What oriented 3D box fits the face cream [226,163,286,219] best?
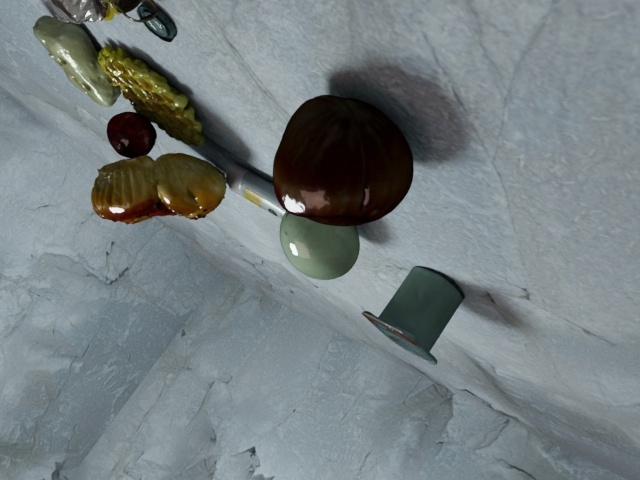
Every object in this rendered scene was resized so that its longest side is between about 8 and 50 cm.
[{"bbox_3d":[-0.139,-0.120,1.453,0.269,0.073,0.107,30,156,19],"label":"face cream"}]

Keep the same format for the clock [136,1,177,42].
[{"bbox_3d":[-0.315,-0.421,1.012,0.085,0.017,0.085,32,165,10],"label":"clock"}]

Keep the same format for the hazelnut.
[{"bbox_3d":[0.039,-0.129,0.855,0.230,0.229,0.229,32,164,10],"label":"hazelnut"}]

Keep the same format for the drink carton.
[{"bbox_3d":[0.248,0.182,1.335,0.186,0.189,0.191,13,154,52],"label":"drink carton"}]

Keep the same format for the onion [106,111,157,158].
[{"bbox_3d":[-0.503,-0.280,1.399,0.131,0.131,0.131,32,164,10],"label":"onion"}]

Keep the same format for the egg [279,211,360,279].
[{"bbox_3d":[0.000,0.000,1.305,0.187,0.186,0.253,19,158,45],"label":"egg"}]

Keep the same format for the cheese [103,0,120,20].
[{"bbox_3d":[-0.497,-0.512,1.012,0.271,0.069,0.177,32,163,12],"label":"cheese"}]

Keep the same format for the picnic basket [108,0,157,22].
[{"bbox_3d":[-0.333,-0.426,0.934,0.083,0.072,0.072,47,163,-5],"label":"picnic basket"}]

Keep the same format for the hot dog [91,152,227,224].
[{"bbox_3d":[-0.429,-0.139,1.437,0.365,0.368,0.195,-179,79,-77],"label":"hot dog"}]

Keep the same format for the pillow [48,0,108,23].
[{"bbox_3d":[-0.454,-0.491,0.884,0.135,0.049,0.248,11,136,23],"label":"pillow"}]

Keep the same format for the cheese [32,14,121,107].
[{"bbox_3d":[-0.630,-0.463,1.380,0.159,0.093,0.263,33,165,28],"label":"cheese"}]

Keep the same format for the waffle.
[{"bbox_3d":[-0.427,-0.360,1.352,0.307,0.060,0.312,33,163,8],"label":"waffle"}]
